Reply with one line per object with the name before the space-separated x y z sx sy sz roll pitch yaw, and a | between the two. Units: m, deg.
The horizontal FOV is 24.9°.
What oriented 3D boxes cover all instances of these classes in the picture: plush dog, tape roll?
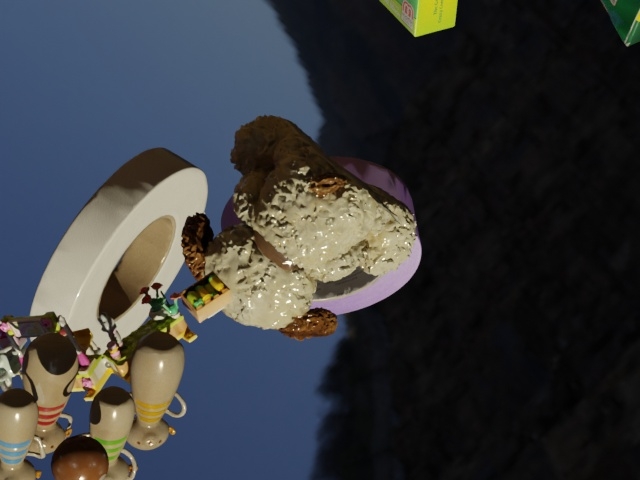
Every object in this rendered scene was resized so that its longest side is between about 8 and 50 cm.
plush dog | -0.039 0.005 1.718 0.262 0.225 0.210 36 -170 -2
tape roll | 0.000 0.000 2.033 0.275 0.275 0.090 33 -142 -43
tape roll | -0.317 0.031 2.315 0.072 0.392 0.392 31 -171 12

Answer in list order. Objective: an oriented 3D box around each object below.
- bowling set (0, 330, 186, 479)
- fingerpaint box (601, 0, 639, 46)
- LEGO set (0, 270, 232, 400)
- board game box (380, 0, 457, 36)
bowling set | -0.268 0.202 1.434 0.287 0.154 0.200 4 -143 -13
fingerpaint box | 0.326 -0.441 1.207 0.163 0.371 0.445 95 151 -70
LEGO set | -0.245 0.091 1.596 0.132 0.287 0.107 -93 -18 -59
board game box | 0.082 -0.276 1.231 0.092 0.043 0.181 53 152 41
